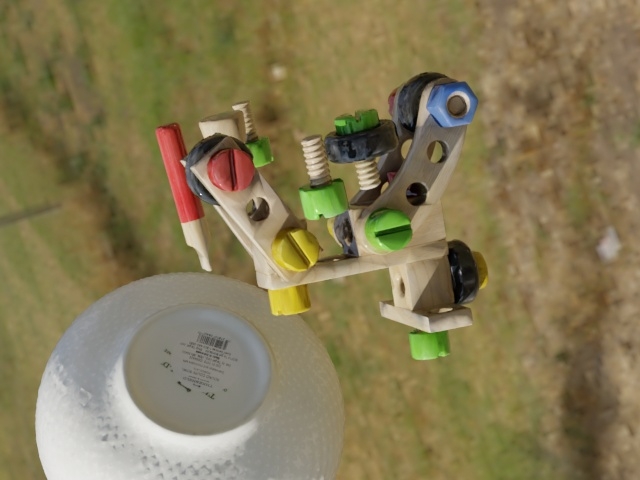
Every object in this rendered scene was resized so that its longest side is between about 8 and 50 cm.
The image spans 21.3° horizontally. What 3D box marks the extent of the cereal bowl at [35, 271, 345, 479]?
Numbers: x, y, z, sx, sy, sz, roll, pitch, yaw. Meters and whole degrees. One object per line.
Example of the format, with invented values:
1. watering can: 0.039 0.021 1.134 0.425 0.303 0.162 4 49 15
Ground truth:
1. cereal bowl: -0.136 0.171 1.819 0.339 0.339 0.141 60 159 26

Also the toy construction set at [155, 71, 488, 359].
1. toy construction set: 0.000 0.000 1.461 0.309 0.257 0.237 0 109 46
